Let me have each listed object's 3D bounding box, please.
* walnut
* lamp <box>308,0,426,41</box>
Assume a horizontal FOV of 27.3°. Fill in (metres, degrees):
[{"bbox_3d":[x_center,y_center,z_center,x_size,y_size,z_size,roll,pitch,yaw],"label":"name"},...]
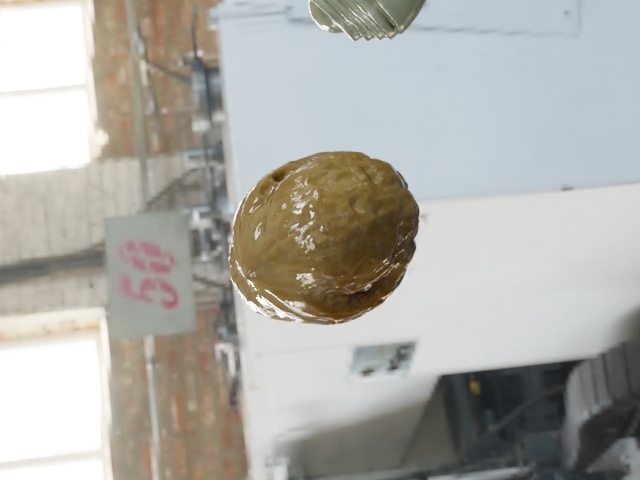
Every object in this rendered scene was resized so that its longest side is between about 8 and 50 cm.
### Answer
[{"bbox_3d":[0.000,0.000,1.176,0.155,0.184,0.155,26,126,42],"label":"walnut"},{"bbox_3d":[0.062,-0.239,1.022,0.106,0.193,0.106,40,-176,-3],"label":"lamp"}]
